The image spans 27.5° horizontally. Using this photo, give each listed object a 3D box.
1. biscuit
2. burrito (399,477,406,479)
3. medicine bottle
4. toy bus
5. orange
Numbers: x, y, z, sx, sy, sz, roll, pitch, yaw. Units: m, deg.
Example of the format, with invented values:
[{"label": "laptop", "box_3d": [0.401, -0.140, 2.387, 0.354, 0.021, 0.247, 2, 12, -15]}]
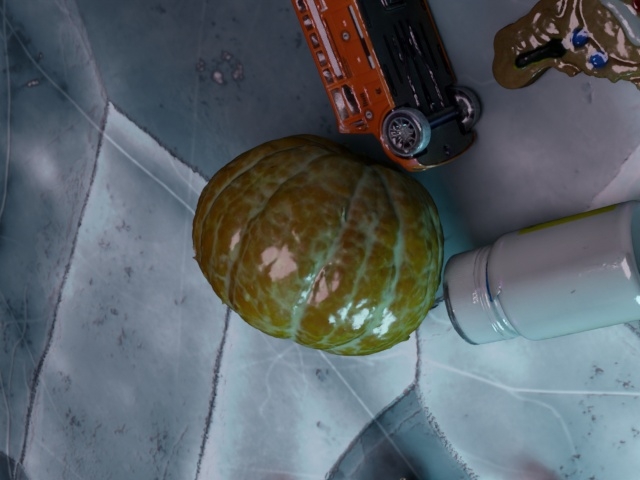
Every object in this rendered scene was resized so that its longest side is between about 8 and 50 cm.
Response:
[{"label": "biscuit", "box_3d": [0.340, -0.258, 1.535, 0.320, 0.047, 0.183, -13, 96, 34]}, {"label": "burrito", "box_3d": [0.104, 0.458, 1.895, 0.082, 0.059, 0.275, 21, 116, 16]}, {"label": "medicine bottle", "box_3d": [0.289, 0.047, 1.601, 0.258, 0.143, 0.143, -17, 96, 32]}, {"label": "toy bus", "box_3d": [0.071, -0.242, 1.644, 0.153, 0.143, 0.329, -17, 98, 43]}, {"label": "orange", "box_3d": [0.000, 0.000, 1.650, 0.329, 0.329, 0.249, 28, 98, 20]}]
